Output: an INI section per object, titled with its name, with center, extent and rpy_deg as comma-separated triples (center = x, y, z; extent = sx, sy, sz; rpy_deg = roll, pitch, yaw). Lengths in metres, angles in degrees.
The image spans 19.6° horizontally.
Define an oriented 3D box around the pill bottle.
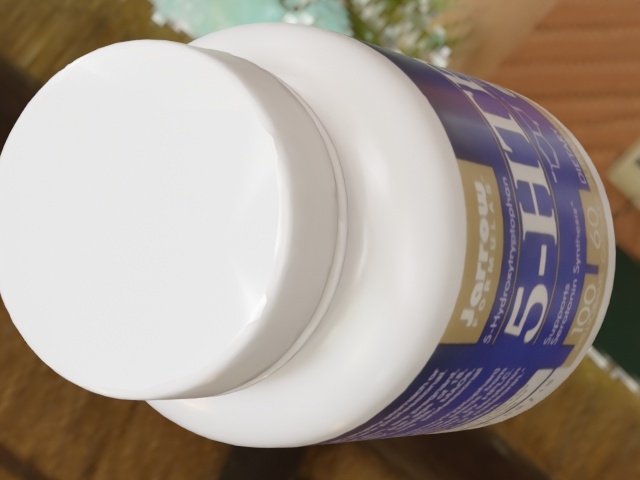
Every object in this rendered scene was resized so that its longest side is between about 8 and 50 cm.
[pill bottle]
center = 0.000, 0.000, 0.505
extent = 0.112, 0.112, 0.186
rpy_deg = 50, -161, 20
